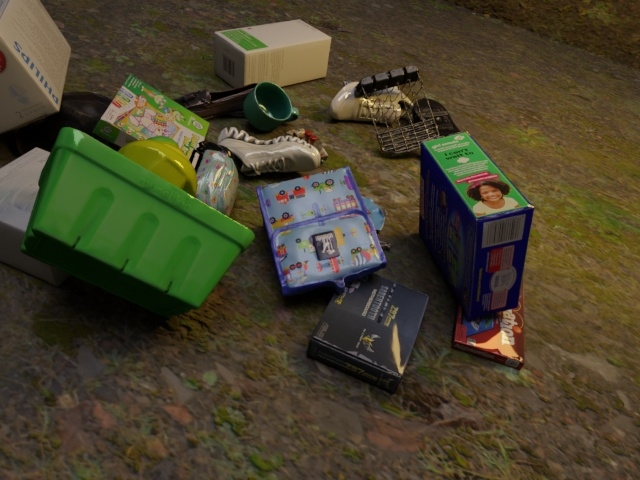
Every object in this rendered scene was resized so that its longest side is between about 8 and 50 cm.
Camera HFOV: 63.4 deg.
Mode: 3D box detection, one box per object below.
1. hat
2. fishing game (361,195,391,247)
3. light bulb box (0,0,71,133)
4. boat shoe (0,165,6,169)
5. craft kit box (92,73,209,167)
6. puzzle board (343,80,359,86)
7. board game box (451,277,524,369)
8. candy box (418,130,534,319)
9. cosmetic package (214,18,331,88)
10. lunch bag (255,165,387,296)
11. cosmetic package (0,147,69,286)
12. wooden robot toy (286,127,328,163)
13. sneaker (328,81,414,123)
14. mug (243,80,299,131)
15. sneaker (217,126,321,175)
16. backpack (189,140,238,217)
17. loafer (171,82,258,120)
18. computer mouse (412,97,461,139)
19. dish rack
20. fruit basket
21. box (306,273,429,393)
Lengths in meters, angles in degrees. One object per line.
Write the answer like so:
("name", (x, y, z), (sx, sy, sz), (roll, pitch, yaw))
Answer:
("hat", (-0.618, -0.305, 1.345), (0.331, 0.134, 0.331), (6, 43, -6))
("fishing game", (0.075, -0.071, 1.308), (0.189, 0.041, 0.264), (-7, 45, -16))
("light bulb box", (-0.845, -0.426, 1.270), (0.358, 0.225, 0.361), (-21, 46, 2))
("boat shoe", (-0.710, -0.123, 1.172), (0.081, 0.079, 0.227), (17, 36, 20))
("craft kit box", (-0.428, -0.294, 1.353), (0.246, 0.061, 0.250), (32, 35, -26))
("puzzle board", (0.143, -0.541, 1.864), (0.096, 0.011, 0.128), (-2, 44, -14))
("board game box", (0.374, 0.145, 1.143), (0.145, 0.027, 0.281), (18, 42, 6))
("candy box", (0.316, -0.040, 1.120), (0.122, 0.268, 0.317), (-12, 39, -5))
("cosmetic package", (-0.165, -0.643, 1.803), (0.365, 0.155, 0.197), (-27, 53, -33))
("lunch bag", (0.000, 0.000, 1.123), (0.221, 0.138, 0.293), (-14, 50, -7))
("cosmetic package", (-0.569, -0.057, 1.077), (0.224, 0.138, 0.224), (21, 42, 9))
("wooden robot toy", (-0.056, -0.267, 1.477), (0.079, 0.076, 0.173), (-29, 54, -23))
("sneaker", (0.172, -0.441, 1.681), (0.305, 0.114, 0.152), (-17, 47, -28))
("mug", (-0.156, -0.384, 1.553), (0.158, 0.097, 0.129), (42, 50, -18))
("sneaker", (-0.146, -0.216, 1.381), (0.292, 0.110, 0.118), (8, 49, 9))
("backpack", (-0.254, -0.122, 1.217), (0.115, 0.152, 0.182), (5, 53, 7))
("loafer", (-0.324, -0.429, 1.573), (0.302, 0.095, 0.109), (-10, 45, -22))
("computer mouse", (0.369, -0.345, 1.661), (0.188, 0.072, 0.272), (-6, 55, -17))
("dish rack", (0.239, -0.395, 1.585), (0.208, 0.074, 0.271), (-16, 81, -4))
("fruit basket", (-0.323, -0.079, 0.981), (0.392, 0.283, 0.392), (11, 70, -33))
("box", (0.101, 0.166, 1.034), (0.183, 0.059, 0.233), (22, 42, 11))
